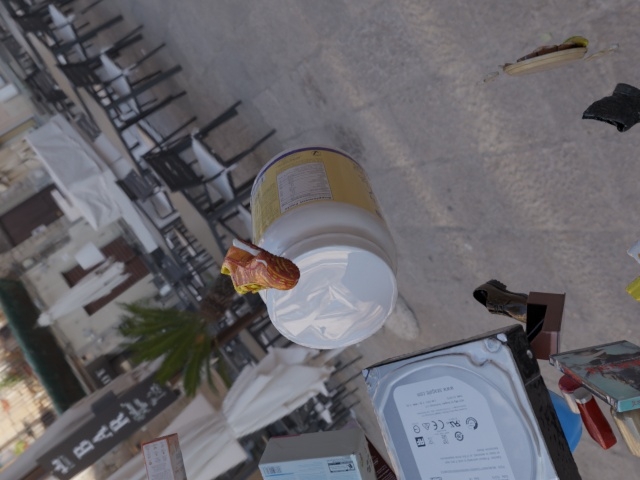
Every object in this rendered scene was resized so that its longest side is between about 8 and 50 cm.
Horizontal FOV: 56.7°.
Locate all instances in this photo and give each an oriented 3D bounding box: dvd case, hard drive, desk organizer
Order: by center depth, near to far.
[{"bbox_3d":[0.286,0.125,0.562,0.119,0.087,0.013,-129,30,-81],"label":"dvd case"},{"bbox_3d":[0.204,0.299,0.757,0.236,0.064,0.339,-25,80,41],"label":"hard drive"},{"bbox_3d":[0.308,0.116,0.818,0.050,0.130,0.047,3,109,25],"label":"desk organizer"}]

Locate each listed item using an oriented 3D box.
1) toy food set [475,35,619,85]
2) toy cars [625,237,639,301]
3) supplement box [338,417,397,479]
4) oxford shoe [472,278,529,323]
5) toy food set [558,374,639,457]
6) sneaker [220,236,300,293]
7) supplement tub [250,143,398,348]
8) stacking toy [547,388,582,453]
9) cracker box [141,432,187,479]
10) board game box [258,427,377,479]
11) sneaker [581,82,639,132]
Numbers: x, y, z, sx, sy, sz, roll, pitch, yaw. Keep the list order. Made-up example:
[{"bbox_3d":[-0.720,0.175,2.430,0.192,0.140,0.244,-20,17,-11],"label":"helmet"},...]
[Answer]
[{"bbox_3d":[0.337,-0.281,0.900,0.132,0.191,0.039,-47,-54,-80],"label":"toy food set"},{"bbox_3d":[0.628,0.050,1.020,0.393,0.176,0.087,40,-160,-56],"label":"toy cars"},{"bbox_3d":[0.140,0.583,1.519,0.239,0.073,0.130,53,174,2],"label":"supplement box"},{"bbox_3d":[0.500,0.180,1.596,0.227,0.096,0.083,26,128,58],"label":"oxford shoe"},{"bbox_3d":[0.425,0.224,0.866,0.105,0.111,0.232,58,180,-19],"label":"toy food set"},{"bbox_3d":[-0.078,0.045,0.770,0.064,0.068,0.175,22,178,-27],"label":"sneaker"},{"bbox_3d":[0.000,0.000,1.035,0.331,0.240,0.241,-102,-12,-55],"label":"supplement tub"},{"bbox_3d":[0.412,0.369,1.279,0.165,0.175,0.302,32,-179,-1],"label":"stacking toy"},{"bbox_3d":[-0.357,0.586,1.408,0.156,0.067,0.233,109,147,-75],"label":"cracker box"},{"bbox_3d":[0.019,0.582,1.331,0.097,0.223,0.304,-59,-44,-66],"label":"board game box"},{"bbox_3d":[0.611,-0.244,1.156,0.170,0.089,0.051,28,-175,9],"label":"sneaker"}]
